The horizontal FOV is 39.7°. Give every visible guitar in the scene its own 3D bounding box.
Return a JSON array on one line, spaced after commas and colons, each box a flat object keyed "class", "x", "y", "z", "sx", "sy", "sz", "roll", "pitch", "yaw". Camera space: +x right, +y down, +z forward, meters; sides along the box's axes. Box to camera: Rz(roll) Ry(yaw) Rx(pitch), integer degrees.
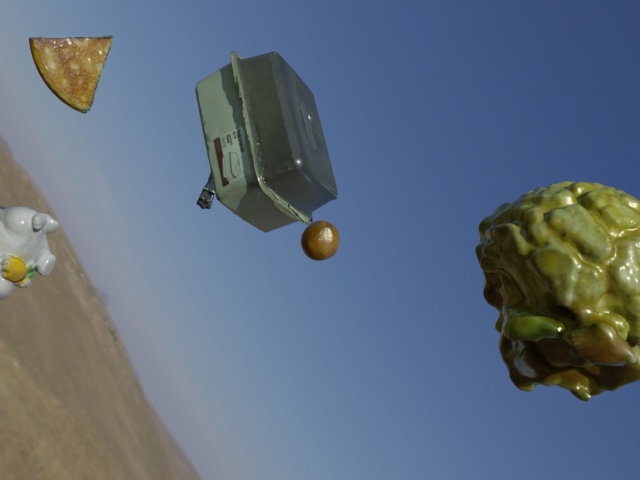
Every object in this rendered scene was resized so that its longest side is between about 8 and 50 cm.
[{"class": "guitar", "x": -0.218, "y": -0.192, "z": 1.977, "sx": 0.083, "sy": 0.271, "sz": 0.038, "roll": 20, "pitch": -24, "yaw": -5}]

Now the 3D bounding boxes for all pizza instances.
[{"class": "pizza", "x": -0.507, "y": -0.377, "z": 1.834, "sx": 0.184, "sy": 0.176, "sz": 0.036, "roll": 44, "pitch": -19, "yaw": -28}]

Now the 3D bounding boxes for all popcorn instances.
[{"class": "popcorn", "x": 0.306, "y": 0.057, "z": 1.068, "sx": 0.270, "sy": 0.223, "sz": 0.258, "roll": -107, "pitch": -168, "yaw": -82}]

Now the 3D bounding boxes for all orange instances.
[{"class": "orange", "x": 0.000, "y": 0.000, "z": 1.778, "sx": 0.085, "sy": 0.085, "sz": 0.085, "roll": 54, "pitch": -15, "yaw": 22}]

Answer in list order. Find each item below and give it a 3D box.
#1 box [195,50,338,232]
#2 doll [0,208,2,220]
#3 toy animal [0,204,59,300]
[{"class": "box", "x": -0.092, "y": -0.172, "z": 1.546, "sx": 0.220, "sy": 0.166, "sz": 0.291, "roll": 38, "pitch": 34, "yaw": -60}, {"class": "doll", "x": -0.548, "y": 0.003, "z": 1.254, "sx": 0.072, "sy": 0.214, "sz": 0.103, "roll": 62, "pitch": 12, "yaw": 1}, {"class": "toy animal", "x": -0.669, "y": 0.063, "z": 1.770, "sx": 0.154, "sy": 0.325, "sz": 0.208, "roll": 30, "pitch": -9, "yaw": 33}]
